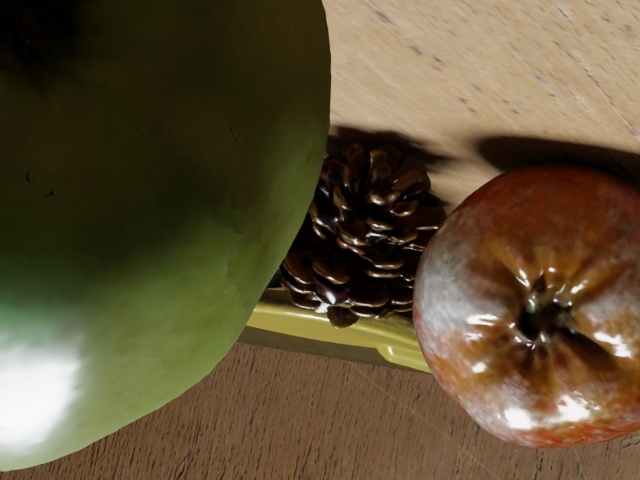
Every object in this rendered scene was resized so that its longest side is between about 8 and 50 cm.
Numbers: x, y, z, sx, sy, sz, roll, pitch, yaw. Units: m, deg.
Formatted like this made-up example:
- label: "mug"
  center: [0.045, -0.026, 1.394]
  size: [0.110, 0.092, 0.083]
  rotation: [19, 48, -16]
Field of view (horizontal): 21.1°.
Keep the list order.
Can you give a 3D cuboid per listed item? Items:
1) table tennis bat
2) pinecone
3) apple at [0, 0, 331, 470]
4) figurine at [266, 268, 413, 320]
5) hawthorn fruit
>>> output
- label: "table tennis bat"
  center: [0.047, 0.091, 1.638]
  size: [0.321, 0.050, 0.198]
  rotation: [14, 169, -26]
- label: "pinecone"
  center: [0.035, -0.011, 1.476]
  size: [0.173, 0.173, 0.173]
  rotation: [12, 171, 2]
- label: "apple"
  center: [-0.168, -0.062, 0.828]
  size: [0.357, 0.357, 0.357]
  rotation: [12, 171, 2]
- label: "figurine"
  center: [0.000, 0.000, 1.650]
  size: [0.236, 0.133, 0.176]
  rotation: [12, 162, -16]
- label: "hawthorn fruit"
  center: [0.209, 0.050, 1.400]
  size: [0.263, 0.231, 0.235]
  rotation: [-15, -126, -39]
